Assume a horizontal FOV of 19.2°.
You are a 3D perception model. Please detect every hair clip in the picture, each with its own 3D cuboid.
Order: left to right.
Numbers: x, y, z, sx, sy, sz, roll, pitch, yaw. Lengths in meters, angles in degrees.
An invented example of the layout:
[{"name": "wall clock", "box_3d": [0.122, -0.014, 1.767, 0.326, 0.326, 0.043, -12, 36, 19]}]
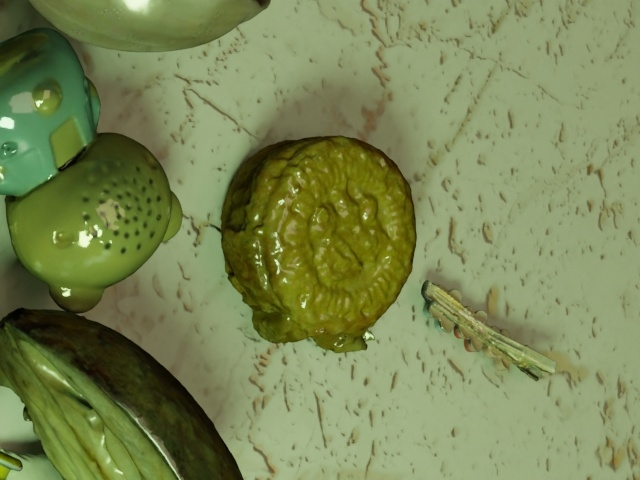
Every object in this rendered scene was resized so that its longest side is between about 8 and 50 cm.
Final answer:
[{"name": "hair clip", "box_3d": [0.192, 0.111, 2.276, 0.214, 0.056, 0.062, 31, 56, -21]}]

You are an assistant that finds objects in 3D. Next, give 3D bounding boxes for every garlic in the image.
[{"name": "garlic", "box_3d": [-0.141, -0.281, 1.925, 0.340, 0.246, 0.232, 14, 70, -35]}]

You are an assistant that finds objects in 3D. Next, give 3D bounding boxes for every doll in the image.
[{"name": "doll", "box_3d": [-0.260, -0.071, 1.886, 0.177, 0.161, 0.261, -43, 109, -32]}]

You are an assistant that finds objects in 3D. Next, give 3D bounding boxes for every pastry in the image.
[{"name": "pastry", "box_3d": [0.000, 0.000, 2.088, 0.240, 0.132, 0.235, 11, 79, -34]}]

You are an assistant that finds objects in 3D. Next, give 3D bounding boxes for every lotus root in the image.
[{"name": "lotus root", "box_3d": [-0.185, 0.175, 1.862, 0.314, 0.210, 0.142, 52, 52, -5]}]

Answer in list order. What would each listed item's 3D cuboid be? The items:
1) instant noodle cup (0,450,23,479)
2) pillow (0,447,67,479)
[{"name": "instant noodle cup", "box_3d": [-0.455, 0.244, 1.645, 0.325, 0.325, 0.254, 28, 80, -32]}, {"name": "pillow", "box_3d": [-0.209, 0.286, 1.944, 0.254, 0.078, 0.144, 6, 72, -36]}]
